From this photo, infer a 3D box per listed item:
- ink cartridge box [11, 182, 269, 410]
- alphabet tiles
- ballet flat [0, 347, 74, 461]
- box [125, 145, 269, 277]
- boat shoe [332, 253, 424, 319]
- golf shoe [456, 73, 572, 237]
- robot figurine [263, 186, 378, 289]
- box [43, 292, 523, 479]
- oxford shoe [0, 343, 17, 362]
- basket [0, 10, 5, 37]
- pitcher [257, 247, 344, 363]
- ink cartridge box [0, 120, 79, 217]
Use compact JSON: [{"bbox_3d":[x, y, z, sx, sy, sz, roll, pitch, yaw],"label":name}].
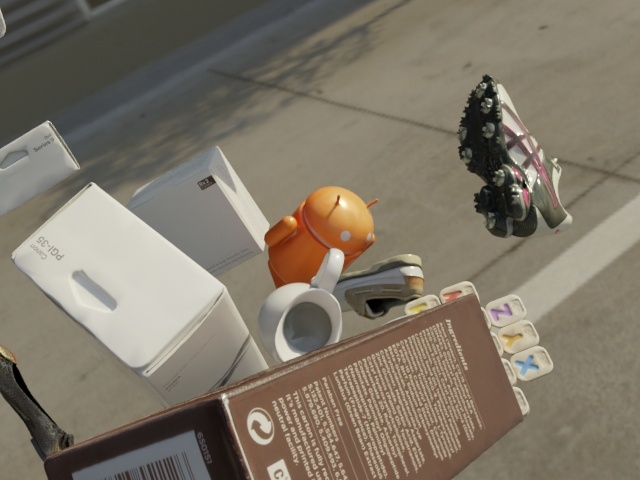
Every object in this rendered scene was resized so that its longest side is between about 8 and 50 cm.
[{"bbox_3d":[-0.174,0.096,0.937,0.207,0.283,0.117,35,71,24],"label":"ink cartridge box"},{"bbox_3d":[0.261,0.211,1.579,0.278,0.021,0.284,-21,57,2],"label":"alphabet tiles"},{"bbox_3d":[-0.488,0.271,1.466,0.058,0.084,0.250,-37,72,-6],"label":"ballet flat"},{"bbox_3d":[-0.213,-0.036,1.521,0.181,0.182,0.119,-27,21,14],"label":"box"},{"bbox_3d":[0.109,0.128,2.021,0.302,0.113,0.103,-27,59,41],"label":"boat shoe"},{"bbox_3d":[0.277,-0.119,1.270,0.120,0.105,0.273,7,58,-22],"label":"golf shoe"},{"bbox_3d":[-0.001,0.000,1.412,0.219,0.158,0.128,-48,10,34],"label":"robot figurine"},{"bbox_3d":[-0.004,0.161,0.710,0.191,0.143,0.381,-25,-6,34],"label":"box"},{"bbox_3d":[-0.671,0.258,1.465,0.123,0.348,0.130,40,107,24],"label":"oxford shoe"},{"bbox_3d":[-0.492,-0.332,1.109,0.113,0.167,0.103,-29,48,-21],"label":"basket"},{"bbox_3d":[-0.016,0.100,1.263,0.207,0.125,0.177,151,143,-81],"label":"pitcher"},{"bbox_3d":[-0.474,-0.113,1.395,0.154,0.093,0.212,-35,12,-11],"label":"ink cartridge box"}]
